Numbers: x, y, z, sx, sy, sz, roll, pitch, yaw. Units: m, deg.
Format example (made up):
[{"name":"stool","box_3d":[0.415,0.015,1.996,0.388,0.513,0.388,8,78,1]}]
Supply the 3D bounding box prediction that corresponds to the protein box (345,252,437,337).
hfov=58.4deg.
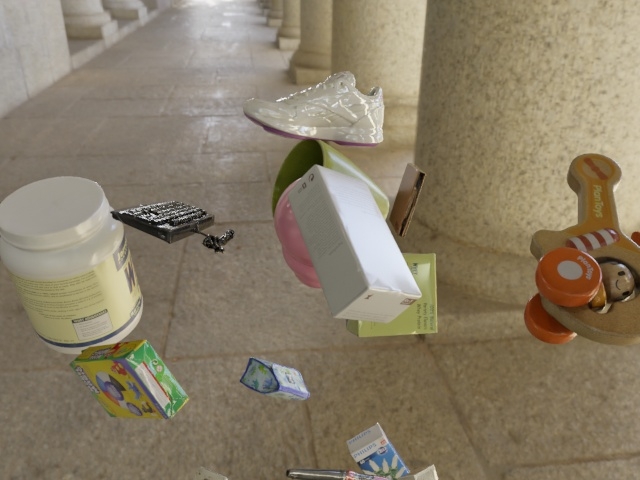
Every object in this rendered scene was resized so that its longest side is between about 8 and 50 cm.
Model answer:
[{"name":"protein box","box_3d":[0.173,0.132,1.444,0.201,0.200,0.136,-2,0,-11]}]

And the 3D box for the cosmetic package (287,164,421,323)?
[{"name":"cosmetic package","box_3d":[0.045,0.005,0.853,0.117,0.085,0.231,13,45,-40]}]

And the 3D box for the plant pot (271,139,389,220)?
[{"name":"plant pot","box_3d":[0.051,-0.127,1.696,0.293,0.275,0.275,17,16,-31]}]

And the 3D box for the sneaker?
[{"name":"sneaker","box_3d":[-0.009,-0.279,1.179,0.305,0.152,0.114,2,15,-22]}]

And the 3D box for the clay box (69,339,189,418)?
[{"name":"clay box","box_3d":[-0.333,0.237,0.963,0.222,0.127,0.053,-15,22,40]}]

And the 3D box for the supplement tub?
[{"name":"supplement tub","box_3d":[-0.520,0.054,1.204,0.235,0.325,0.235,0,40,0]}]

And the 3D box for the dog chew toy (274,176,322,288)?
[{"name":"dog chew toy","box_3d":[0.000,0.000,1.287,0.207,0.332,0.206,2,59,-3]}]

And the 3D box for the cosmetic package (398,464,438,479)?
[{"name":"cosmetic package","box_3d":[0.216,0.531,1.243,0.041,0.060,0.115,-24,-20,28]}]

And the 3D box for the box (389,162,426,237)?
[{"name":"box","box_3d":[0.216,-0.107,1.442,0.021,0.164,0.201,16,13,-2]}]

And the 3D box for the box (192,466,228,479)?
[{"name":"box","box_3d":[-0.327,0.787,1.721,0.094,0.275,0.113,17,54,13]}]

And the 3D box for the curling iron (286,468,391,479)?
[{"name":"curling iron","box_3d":[0.045,0.499,1.179,0.274,0.068,0.035,24,19,-34]}]

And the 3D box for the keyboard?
[{"name":"keyboard","box_3d":[-0.260,-0.034,1.122,0.201,0.033,0.317,24,9,-1]}]

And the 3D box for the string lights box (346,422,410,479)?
[{"name":"string lights box","box_3d":[0.213,0.784,2.020,0.133,0.259,0.077,-31,22,1]}]

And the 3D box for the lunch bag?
[{"name":"lunch bag","box_3d":[-0.119,0.384,1.550,0.151,0.096,0.129,17,-9,44]}]

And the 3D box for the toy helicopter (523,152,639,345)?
[{"name":"toy helicopter","box_3d":[0.444,-0.002,0.874,0.235,0.140,0.355,6,53,14]}]
